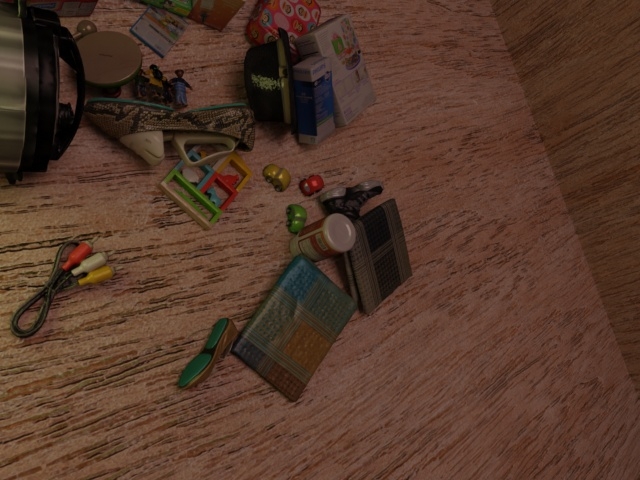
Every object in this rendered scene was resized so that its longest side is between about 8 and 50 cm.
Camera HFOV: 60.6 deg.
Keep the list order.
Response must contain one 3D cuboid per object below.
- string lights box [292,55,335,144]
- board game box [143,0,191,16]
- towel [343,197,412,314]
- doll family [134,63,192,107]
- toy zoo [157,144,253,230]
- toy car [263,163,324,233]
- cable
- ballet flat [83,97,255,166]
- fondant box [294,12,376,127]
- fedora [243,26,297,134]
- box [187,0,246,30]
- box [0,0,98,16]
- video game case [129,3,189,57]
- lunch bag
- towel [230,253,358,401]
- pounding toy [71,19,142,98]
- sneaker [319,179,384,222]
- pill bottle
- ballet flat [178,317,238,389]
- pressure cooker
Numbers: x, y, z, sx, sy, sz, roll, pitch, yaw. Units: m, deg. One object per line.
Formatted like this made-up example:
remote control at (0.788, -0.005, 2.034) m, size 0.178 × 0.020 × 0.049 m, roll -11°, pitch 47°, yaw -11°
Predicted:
string lights box at (-0.018, -0.469, 1.836) m, size 0.133 × 0.076 × 0.260 m, roll -45°, pitch 141°, yaw -45°
board game box at (-0.547, -0.825, 1.651) m, size 0.317 × 0.046 × 0.214 m, roll 9°, pitch 66°, yaw -35°
towel at (0.195, 0.053, 1.900) m, size 0.312 × 0.056 × 0.325 m, roll -34°, pitch 116°, yaw -41°
doll family at (-0.458, -0.453, 1.586) m, size 0.193 × 0.076 × 0.112 m, roll 7°, pitch 72°, yaw -59°
toy zoo at (-0.325, -0.196, 1.638) m, size 0.192 × 0.030 × 0.293 m, roll 44°, pitch 54°, yaw -17°
toy car at (-0.073, -0.135, 1.797) m, size 0.238 × 0.053 × 0.225 m, roll 9°, pitch 70°, yaw -35°
cable at (-0.618, 0.095, 1.292) m, size 0.139 × 0.072 × 0.287 m, roll 50°, pitch 52°, yaw -7°
ballet flat at (-0.394, -0.294, 1.523) m, size 0.482 × 0.164 × 0.182 m, roll -6°, pitch 86°, yaw -33°
fondant box at (0.063, -0.602, 1.953) m, size 0.238 × 0.096 × 0.331 m, roll -47°, pitch 126°, yaw -41°
fedora at (-0.163, -0.503, 1.760) m, size 0.152 × 0.334 × 0.334 m, roll -6°, pitch 77°, yaw -2°
box at (-0.331, -0.764, 1.726) m, size 0.130 × 0.170 × 0.091 m, roll 9°, pitch 69°, yaw -35°
box at (-0.723, -0.666, 1.421) m, size 0.256 × 0.128 × 0.123 m, roll -23°, pitch 90°, yaw -39°
video game case at (-0.489, -0.649, 1.670) m, size 0.119 × 0.015 × 0.166 m, roll 37°, pitch 57°, yaw -22°
lunch bag at (-0.107, -0.765, 1.932) m, size 0.258 × 0.120 × 0.293 m, roll 31°, pitch 58°, yaw -27°
towel at (-0.071, 0.257, 1.652) m, size 0.271 × 0.040 × 0.370 m, roll 44°, pitch 64°, yaw -17°
pounding toy at (-0.595, -0.476, 1.494) m, size 0.236 × 0.110 × 0.183 m, roll 31°, pitch 65°, yaw 7°
sneaker at (0.127, -0.119, 1.920) m, size 0.268 × 0.101 × 0.153 m, roll -14°, pitch 85°, yaw -34°
pill bottle at (0.000, 0.000, 1.704) m, size 0.121 × 0.216 × 0.121 m, roll 12°, pitch 69°, yaw -34°
ballet flat at (-0.290, 0.315, 1.473) m, size 0.073 × 0.080 × 0.232 m, roll 54°, pitch 51°, yaw -30°
pressure cooker at (-0.723, -0.319, 1.156) m, size 0.420 × 0.369 × 0.376 m, roll -2°, pitch 80°, yaw -34°
